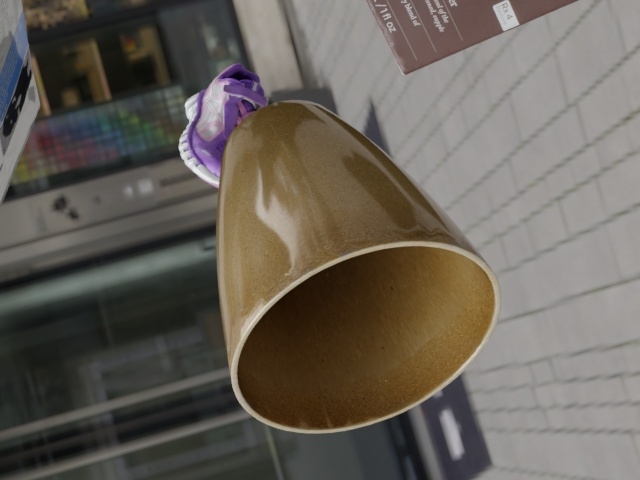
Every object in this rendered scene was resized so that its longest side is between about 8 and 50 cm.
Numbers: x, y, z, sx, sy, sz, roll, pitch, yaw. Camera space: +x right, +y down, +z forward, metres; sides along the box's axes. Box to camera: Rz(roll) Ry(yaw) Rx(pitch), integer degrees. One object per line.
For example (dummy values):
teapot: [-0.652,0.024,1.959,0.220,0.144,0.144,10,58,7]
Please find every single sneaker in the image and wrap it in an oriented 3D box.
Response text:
sneaker: [-0.108,-0.144,1.614,0.095,0.104,0.236,34,-156,-25]

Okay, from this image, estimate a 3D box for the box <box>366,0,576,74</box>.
box: [0.239,-0.390,1.735,0.191,0.381,0.143,59,-164,-29]

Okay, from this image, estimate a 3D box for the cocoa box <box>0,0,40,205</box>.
cocoa box: [-0.449,-0.135,1.135,0.228,0.347,0.231,99,-178,-57]

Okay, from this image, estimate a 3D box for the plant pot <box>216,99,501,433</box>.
plant pot: [0.000,0.000,1.171,0.237,0.237,0.254,82,167,-48]
